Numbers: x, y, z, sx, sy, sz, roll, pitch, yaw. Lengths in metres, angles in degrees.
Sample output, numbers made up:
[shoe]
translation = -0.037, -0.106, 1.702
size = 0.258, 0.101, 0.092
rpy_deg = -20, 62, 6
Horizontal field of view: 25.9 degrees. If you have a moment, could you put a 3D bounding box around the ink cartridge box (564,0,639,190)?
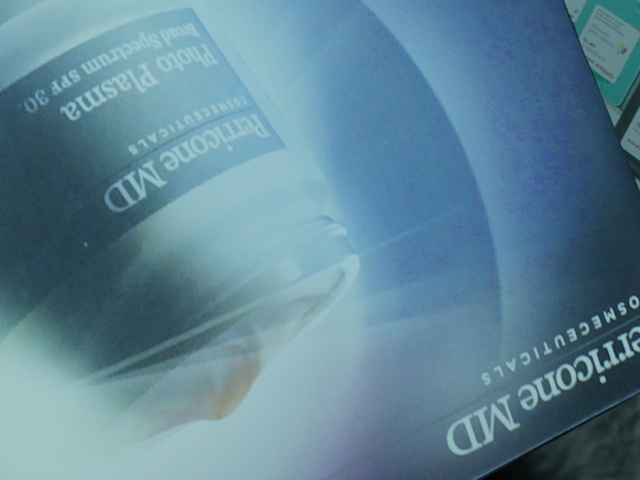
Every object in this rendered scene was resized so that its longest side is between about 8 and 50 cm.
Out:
[ink cartridge box]
translation = 0.210, -0.119, 0.668
size = 0.197, 0.270, 0.198
rpy_deg = 39, 58, 17

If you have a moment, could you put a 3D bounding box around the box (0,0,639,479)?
[box]
translation = -0.060, -0.028, 0.527
size = 0.296, 0.183, 0.294
rpy_deg = -25, 96, -20
